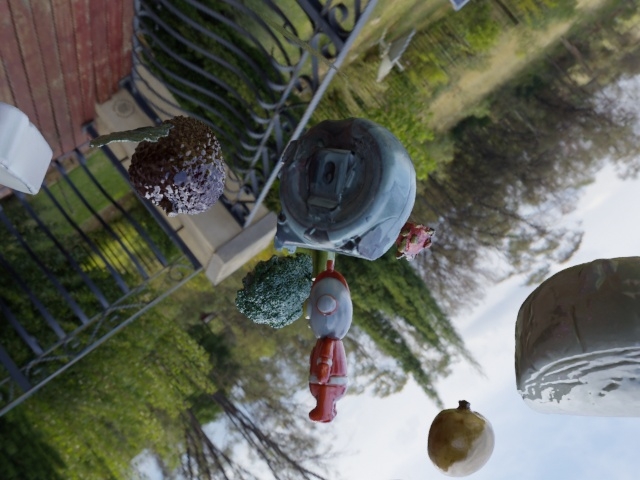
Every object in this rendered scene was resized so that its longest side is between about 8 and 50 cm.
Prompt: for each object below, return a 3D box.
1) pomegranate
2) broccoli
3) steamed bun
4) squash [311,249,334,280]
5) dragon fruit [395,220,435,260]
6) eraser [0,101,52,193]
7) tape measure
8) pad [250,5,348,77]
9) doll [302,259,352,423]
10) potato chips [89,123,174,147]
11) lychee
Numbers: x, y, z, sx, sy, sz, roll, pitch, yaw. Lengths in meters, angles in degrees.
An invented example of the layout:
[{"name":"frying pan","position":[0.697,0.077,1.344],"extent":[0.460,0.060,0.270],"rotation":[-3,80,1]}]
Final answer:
[{"name":"pomegranate","position":[0.362,0.508,1.536],"extent":[0.196,0.196,0.196],"rotation":[-38,177,-2]},{"name":"broccoli","position":[-0.147,0.156,1.982],"extent":[0.294,0.265,0.245],"rotation":[-18,-150,-1]},{"name":"steamed bun","position":[0.531,0.163,1.033],"extent":[0.383,0.236,0.247],"rotation":[-8,-140,20]},{"name":"squash","position":[0.000,0.000,1.806],"extent":[0.083,0.250,0.083],"rotation":[-6,161,-2]},{"name":"dragon fruit","position":[0.310,-0.003,2.053],"extent":[0.208,0.133,0.150],"rotation":[115,-1,-49]},{"name":"eraser","position":[-0.832,-0.247,1.494],"extent":[0.331,0.331,0.150],"rotation":[130,-23,-76]},{"name":"tape measure","position":[0.045,-0.096,1.115],"extent":[0.147,0.256,0.275],"rotation":[20,80,-58]},{"name":"pad","position":[-0.025,-0.568,1.662],"extent":[0.063,0.314,0.375],"rotation":[-54,-146,16]},{"name":"doll","position":[0.012,0.207,1.253],"extent":[0.105,0.337,0.200],"rotation":[2,171,8]},{"name":"potato chips","position":[-0.431,-0.230,1.326],"extent":[0.207,0.028,0.092],"rotation":[-2,-152,20]},{"name":"lychee","position":[-0.350,-0.186,1.475],"extent":[0.235,0.272,0.236],"rotation":[0,152,0]}]
